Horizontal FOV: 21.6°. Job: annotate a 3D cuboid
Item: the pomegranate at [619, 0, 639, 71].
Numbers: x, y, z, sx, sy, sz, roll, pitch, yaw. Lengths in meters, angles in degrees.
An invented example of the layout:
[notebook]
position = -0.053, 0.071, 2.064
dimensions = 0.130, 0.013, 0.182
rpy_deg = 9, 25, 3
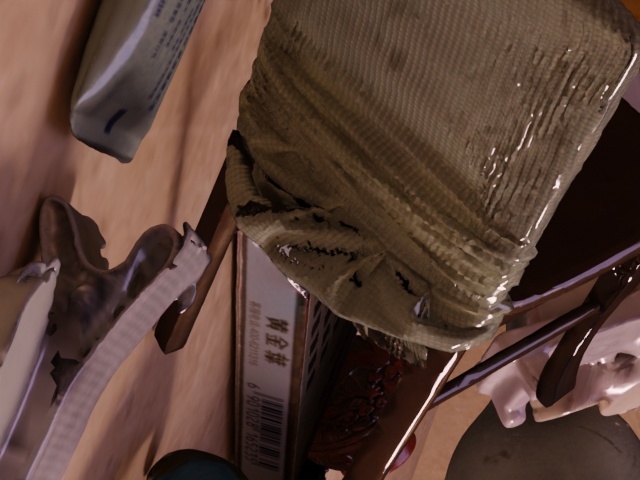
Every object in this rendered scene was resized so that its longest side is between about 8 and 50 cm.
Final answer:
[pomegranate]
position = 0.279, -0.209, 1.170
dimensions = 0.416, 0.416, 0.417
rpy_deg = 18, 90, -81

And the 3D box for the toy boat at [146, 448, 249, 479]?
[toy boat]
position = -0.085, 0.171, 0.773
dimensions = 0.075, 0.077, 0.185
rpy_deg = 48, 49, -30

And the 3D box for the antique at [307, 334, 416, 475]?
[antique]
position = 0.021, 0.112, 1.166
dimensions = 0.104, 0.104, 0.104
rpy_deg = 18, 90, -81

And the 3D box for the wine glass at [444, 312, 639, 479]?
[wine glass]
position = 0.135, 0.108, 1.038
dimensions = 0.143, 0.143, 0.321
rpy_deg = 64, 17, -77

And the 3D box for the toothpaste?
[toothpaste]
position = -0.033, -0.138, 0.557
dimensions = 0.060, 0.038, 0.233
rpy_deg = 18, 94, -77

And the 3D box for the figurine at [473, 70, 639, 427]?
[figurine]
position = 0.121, -0.032, 0.929
dimensions = 0.144, 0.182, 0.257
rpy_deg = 60, 11, -74

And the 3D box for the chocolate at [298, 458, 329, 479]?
[chocolate]
position = -0.005, 0.151, 1.246
dimensions = 0.147, 0.070, 0.072
rpy_deg = -56, 175, -24

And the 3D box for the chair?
[chair]
position = 0.055, -0.041, 0.661
dimensions = 0.186, 0.160, 0.319
rpy_deg = -28, 153, -36

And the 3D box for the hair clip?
[hair clip]
position = -0.103, 0.089, 0.546
dimensions = 0.140, 0.054, 0.220
rpy_deg = 85, 28, -78

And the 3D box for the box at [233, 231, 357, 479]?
[box]
position = 0.000, 0.001, 0.980
dimensions = 0.325, 0.047, 0.180
rpy_deg = 96, 14, -55
